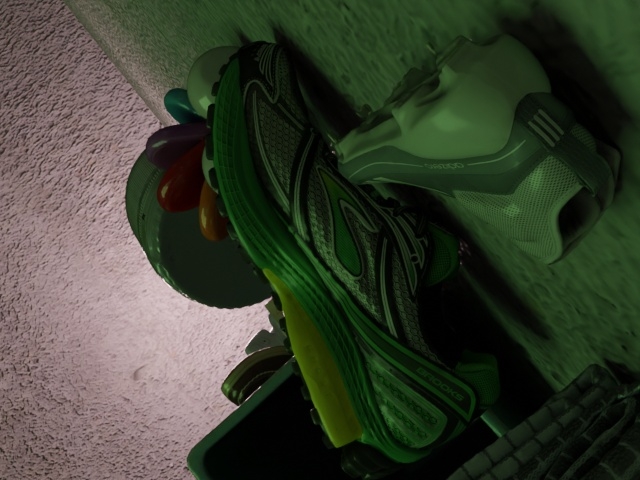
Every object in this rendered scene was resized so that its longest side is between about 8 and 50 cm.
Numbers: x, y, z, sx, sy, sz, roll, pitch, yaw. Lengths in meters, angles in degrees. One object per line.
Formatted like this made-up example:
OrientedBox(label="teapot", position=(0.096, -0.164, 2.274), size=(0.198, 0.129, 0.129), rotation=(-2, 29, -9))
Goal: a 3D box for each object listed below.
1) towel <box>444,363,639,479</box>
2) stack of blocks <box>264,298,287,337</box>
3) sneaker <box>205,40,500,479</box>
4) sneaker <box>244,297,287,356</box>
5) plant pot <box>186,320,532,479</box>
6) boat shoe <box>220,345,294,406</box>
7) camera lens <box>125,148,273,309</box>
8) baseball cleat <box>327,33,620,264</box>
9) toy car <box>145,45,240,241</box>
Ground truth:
OrientedBox(label="towel", position=(0.141, 0.249, 0.520), size=(0.235, 0.283, 0.121), rotation=(51, 173, -11))
OrientedBox(label="stack of blocks", position=(0.049, 0.202, 1.468), size=(0.297, 0.087, 0.171), rotation=(52, -175, 17))
OrientedBox(label="sneaker", position=(0.026, -0.004, 0.692), size=(0.344, 0.146, 0.134), rotation=(64, -164, 8))
OrientedBox(label="sneaker", position=(-0.073, 0.115, 1.657), size=(0.366, 0.210, 0.137), rotation=(49, 173, 20))
OrientedBox(label="plant pot", position=(0.071, 0.187, 0.884), size=(0.247, 0.248, 0.252), rotation=(47, -164, 3))
OrientedBox(label="boat shoe", position=(-0.025, 0.269, 1.461), size=(0.123, 0.123, 0.342), rotation=(45, -176, 35))
OrientedBox(label="camera lens", position=(-0.148, -0.039, 1.249), size=(0.219, 0.219, 0.274), rotation=(53, 173, -22))
OrientedBox(label="baseball cleat", position=(0.065, -0.032, 0.417), size=(0.109, 0.072, 0.206), rotation=(45, 178, -6))
OrientedBox(label="toy car", position=(-0.100, -0.084, 0.871), size=(0.159, 0.136, 0.182), rotation=(64, -168, -69))
